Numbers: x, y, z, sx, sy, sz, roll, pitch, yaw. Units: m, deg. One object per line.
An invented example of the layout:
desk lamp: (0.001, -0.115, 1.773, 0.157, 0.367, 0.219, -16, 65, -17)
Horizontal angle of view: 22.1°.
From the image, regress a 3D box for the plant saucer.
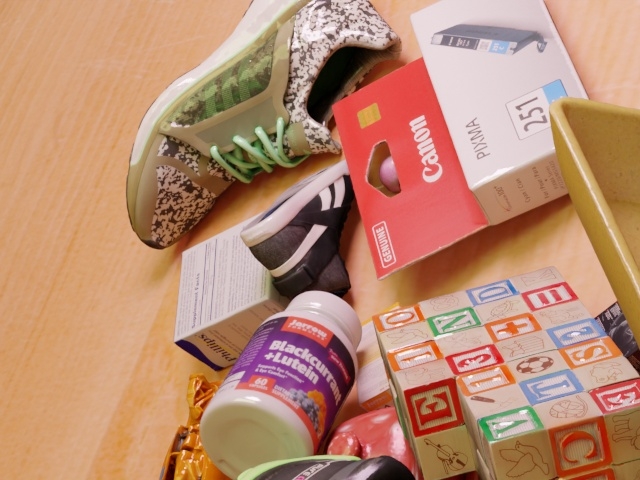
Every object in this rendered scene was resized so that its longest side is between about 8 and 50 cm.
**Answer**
plant saucer: (0.340, 0.045, 1.187, 0.333, 0.333, 0.081, -104, 29, -47)

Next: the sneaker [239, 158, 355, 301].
sneaker: (0.000, 0.000, 1.736, 0.079, 0.121, 0.217, -25, 9, 35)

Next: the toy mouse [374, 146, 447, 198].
toy mouse: (0.106, -0.074, 1.720, 0.161, 0.031, 0.143, 23, 77, 53)

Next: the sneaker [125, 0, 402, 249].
sneaker: (-0.064, -0.137, 1.879, 0.410, 0.158, 0.182, -51, 54, 8)

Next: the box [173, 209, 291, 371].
box: (-0.083, 0.054, 1.777, 0.137, 0.072, 0.126, -25, 44, 30)

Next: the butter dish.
butter dish: (0.052, 0.209, 1.463, 0.160, 0.118, 0.160, -22, 45, 34)

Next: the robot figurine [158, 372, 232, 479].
robot figurine: (-0.095, 0.264, 1.600, 0.211, 0.085, 0.291, -17, 48, 39)

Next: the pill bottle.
pill bottle: (-0.028, 0.133, 1.526, 0.108, 0.108, 0.193, -22, 22, 33)

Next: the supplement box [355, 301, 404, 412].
supplement box: (0.067, 0.118, 1.593, 0.062, 0.036, 0.098, -31, 41, 25)

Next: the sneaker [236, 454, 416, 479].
sneaker: (0.021, 0.367, 1.249, 0.202, 0.185, 0.483, -22, 53, 21)

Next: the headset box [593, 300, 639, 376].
headset box: (0.271, 0.081, 1.413, 0.083, 0.032, 0.062, -39, 38, 14)

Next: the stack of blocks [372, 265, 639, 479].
stack of blocks: (0.153, 0.128, 1.318, 0.171, 0.087, 0.297, -15, 19, -3)

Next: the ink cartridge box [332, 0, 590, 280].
ink cartridge box: (0.136, -0.127, 1.663, 0.261, 0.066, 0.296, -25, 42, 11)
